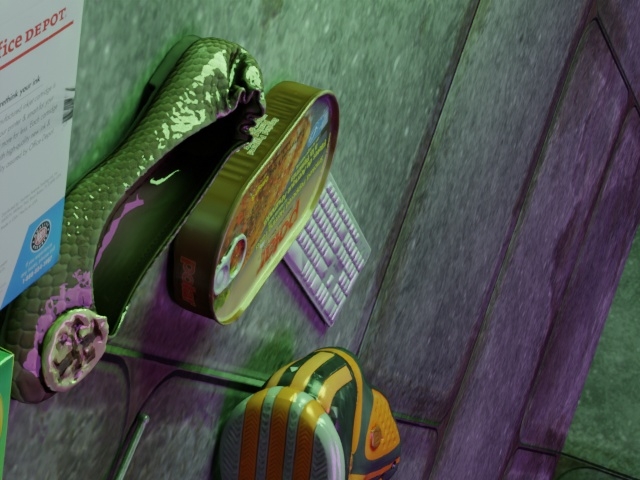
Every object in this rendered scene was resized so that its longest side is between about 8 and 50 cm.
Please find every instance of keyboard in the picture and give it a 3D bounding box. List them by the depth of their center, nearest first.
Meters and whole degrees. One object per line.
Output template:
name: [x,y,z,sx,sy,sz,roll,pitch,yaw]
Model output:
keyboard: [0.000,0.000,1.452,0.256,0.014,0.072,59,51,-69]

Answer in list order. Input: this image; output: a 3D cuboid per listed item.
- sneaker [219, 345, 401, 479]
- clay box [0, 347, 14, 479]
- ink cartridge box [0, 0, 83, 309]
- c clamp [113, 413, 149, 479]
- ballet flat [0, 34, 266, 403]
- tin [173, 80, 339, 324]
sneaker: [-0.005,0.229,1.488,0.180,0.124,0.321,-38,143,-61]
clay box: [-0.199,0.128,0.859,0.222,0.053,0.127,-44,149,-56]
ink cartridge box: [-0.150,-0.055,0.804,0.104,0.060,0.180,-45,150,-56]
c clamp: [-0.127,0.207,1.245,0.161,0.022,0.137,85,28,-53]
ballet flat: [-0.093,-0.014,1.043,0.084,0.058,0.250,87,26,-50]
tin: [-0.040,-0.026,1.250,0.190,0.040,0.106,-55,153,-45]
